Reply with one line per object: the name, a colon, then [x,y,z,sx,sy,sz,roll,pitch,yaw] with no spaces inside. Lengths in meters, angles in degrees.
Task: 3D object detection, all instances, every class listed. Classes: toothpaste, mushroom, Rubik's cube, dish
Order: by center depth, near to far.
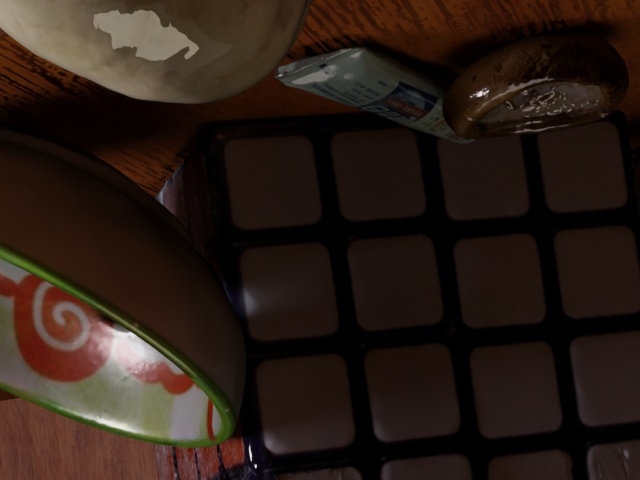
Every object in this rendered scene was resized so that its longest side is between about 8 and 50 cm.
mushroom: [-0.068,-0.121,0.673,0.154,0.122,0.154,25,-167,-6]
mushroom: [0.138,-0.101,1.177,0.123,0.052,0.123,-12,165,-3]
toothpaste: [0.056,-0.096,1.200,0.060,0.038,0.233,-16,165,29]
dish: [-0.181,0.011,1.214,0.324,0.124,0.324,21,159,9]
Rubik's cube: [0.052,0.099,1.446,0.337,0.343,0.344,-5,172,-18]

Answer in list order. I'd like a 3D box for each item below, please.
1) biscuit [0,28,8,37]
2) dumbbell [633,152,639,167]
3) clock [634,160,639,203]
biscuit: [-0.175,-0.116,0.939,0.091,0.015,0.078,-11,170,24]
dumbbell: [0.352,-0.031,1.646,0.100,0.100,0.191,-14,170,36]
clock: [0.342,-0.017,1.493,0.197,0.068,0.197,-11,135,-11]
